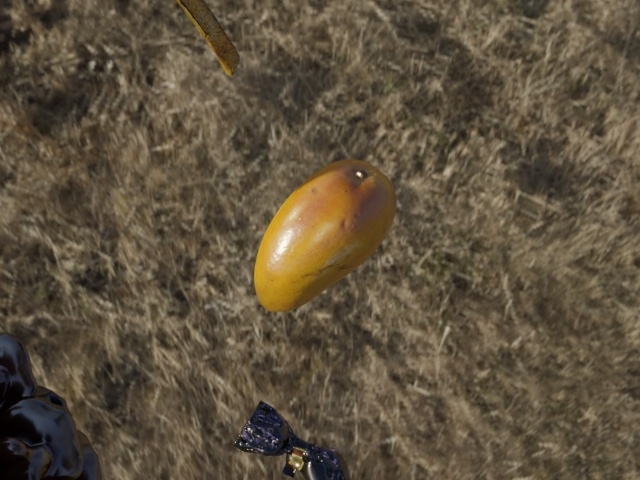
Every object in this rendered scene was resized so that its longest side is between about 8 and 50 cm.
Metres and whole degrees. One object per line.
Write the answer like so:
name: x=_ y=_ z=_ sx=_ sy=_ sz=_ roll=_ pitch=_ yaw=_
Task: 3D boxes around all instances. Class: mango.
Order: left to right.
mango: x=0.000 y=0.000 z=1.178 sx=0.112 sy=0.145 sz=0.219 roll=43 pitch=100 yaw=25

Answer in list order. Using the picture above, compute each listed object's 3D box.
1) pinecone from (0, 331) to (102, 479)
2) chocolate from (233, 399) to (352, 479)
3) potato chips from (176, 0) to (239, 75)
pinecone: x=-0.350 y=0.213 z=0.669 sx=0.398 sy=0.397 sz=0.397 roll=1 pitch=64 yaw=-2
chocolate: x=-0.026 y=0.245 z=1.102 sx=0.147 sy=0.070 sz=0.072 roll=39 pitch=47 yaw=2
potato chips: x=-0.128 y=-0.233 z=0.921 sx=0.026 sy=0.204 sz=0.037 roll=-42 pitch=39 yaw=-7
